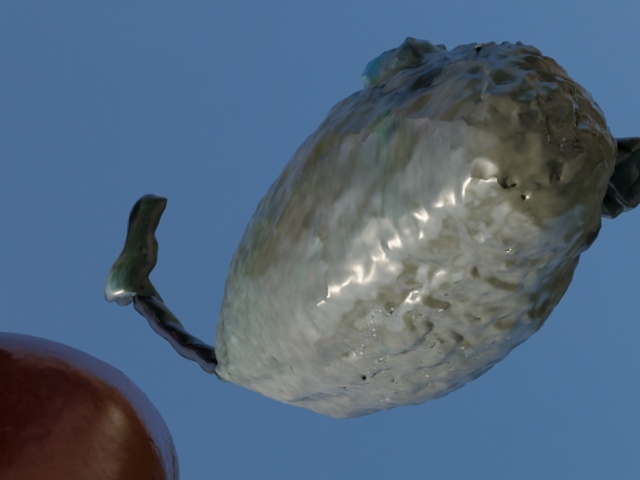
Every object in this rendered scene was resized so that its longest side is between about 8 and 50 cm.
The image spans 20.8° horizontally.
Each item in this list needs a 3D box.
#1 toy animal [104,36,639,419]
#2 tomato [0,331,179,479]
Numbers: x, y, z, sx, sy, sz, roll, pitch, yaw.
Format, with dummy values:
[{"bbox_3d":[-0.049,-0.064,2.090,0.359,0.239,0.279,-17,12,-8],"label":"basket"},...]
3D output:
[{"bbox_3d":[-0.001,0.010,0.458,0.070,0.253,0.079,42,-115,-12],"label":"toy animal"},{"bbox_3d":[-0.212,0.186,1.038,0.226,0.298,0.298,22,-120,0],"label":"tomato"}]
